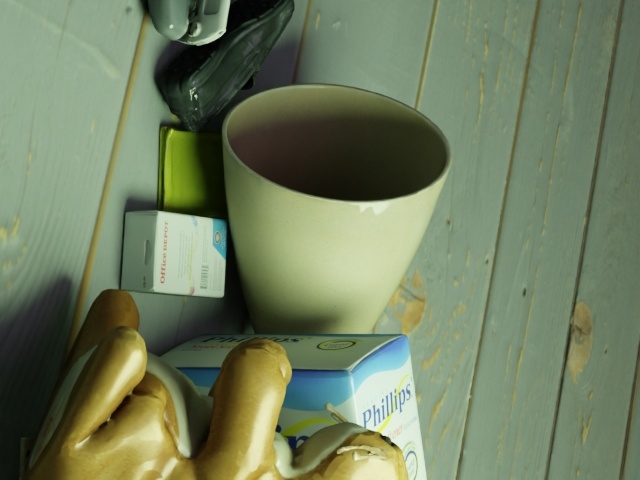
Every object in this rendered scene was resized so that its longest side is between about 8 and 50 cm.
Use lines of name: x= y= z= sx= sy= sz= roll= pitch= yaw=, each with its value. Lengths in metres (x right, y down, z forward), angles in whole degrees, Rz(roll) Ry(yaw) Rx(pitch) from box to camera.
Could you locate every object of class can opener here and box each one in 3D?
can opener: x=-0.131 y=-0.356 z=2.023 sx=0.095 sy=0.076 sz=0.283 roll=22 pitch=72 yaw=-53

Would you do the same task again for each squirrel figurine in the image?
squirrel figurine: x=-0.112 y=0.286 z=1.783 sx=0.370 sy=0.281 sz=0.397 roll=25 pitch=85 yaw=-11

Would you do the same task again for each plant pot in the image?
plant pot: x=0.000 y=0.000 z=2.082 sx=0.256 sy=0.256 sz=0.274 roll=-37 pitch=145 yaw=-48

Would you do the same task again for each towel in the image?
towel: x=-0.104 y=-0.075 z=2.111 sx=0.237 sy=0.021 sz=0.102 roll=2 pitch=88 yaw=-54

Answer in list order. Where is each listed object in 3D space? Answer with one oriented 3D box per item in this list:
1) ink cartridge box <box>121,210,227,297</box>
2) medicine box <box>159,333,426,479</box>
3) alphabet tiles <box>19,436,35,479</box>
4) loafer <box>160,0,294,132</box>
ink cartridge box: x=-0.161 y=0.016 z=2.006 sx=0.122 sy=0.052 sz=0.088 roll=9 pitch=83 yaw=-55
medicine box: x=-0.032 y=0.255 z=1.995 sx=0.149 sy=0.263 sz=0.289 roll=-30 pitch=115 yaw=-59
alphabet tiles: x=-0.274 y=0.322 z=1.892 sx=0.198 sy=0.009 sz=0.237 roll=5 pitch=86 yaw=-54
loafer: x=-0.101 y=-0.209 z=2.073 sx=0.223 sy=0.076 sz=0.078 roll=-49 pitch=134 yaw=-36
